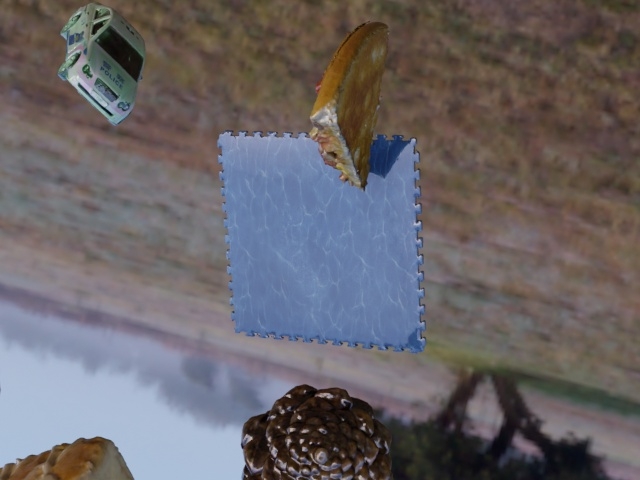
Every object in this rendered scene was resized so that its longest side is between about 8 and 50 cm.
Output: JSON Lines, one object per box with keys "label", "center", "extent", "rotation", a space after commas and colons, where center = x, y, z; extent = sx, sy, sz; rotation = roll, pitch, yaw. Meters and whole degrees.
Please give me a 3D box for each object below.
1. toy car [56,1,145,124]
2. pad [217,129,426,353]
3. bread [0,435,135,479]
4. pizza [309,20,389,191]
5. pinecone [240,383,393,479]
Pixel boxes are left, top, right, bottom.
{"label": "toy car", "center": [-0.251, -0.217, 1.506], "extent": [0.090, 0.076, 0.224], "rotation": [45, -167, -27]}
{"label": "pad", "center": [0.000, 0.000, 1.537], "extent": [0.269, 0.269, 0.012], "rotation": [2, -164, 26]}
{"label": "bread", "center": [-0.438, 0.516, 1.844], "extent": [0.371, 0.279, 0.390], "rotation": [-23, -158, 24]}
{"label": "pizza", "center": [0.024, -0.133, 1.397], "extent": [0.053, 0.193, 0.201], "rotation": [10, -148, 16]}
{"label": "pinecone", "center": [0.000, 0.346, 1.954], "extent": [0.244, 0.244, 0.309], "rotation": [14, 161, 17]}
